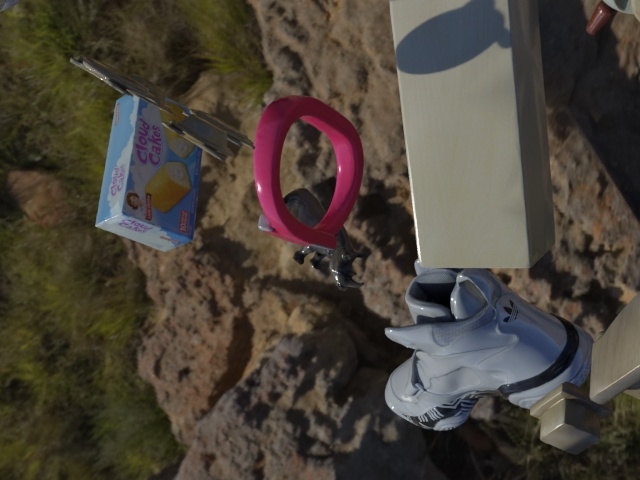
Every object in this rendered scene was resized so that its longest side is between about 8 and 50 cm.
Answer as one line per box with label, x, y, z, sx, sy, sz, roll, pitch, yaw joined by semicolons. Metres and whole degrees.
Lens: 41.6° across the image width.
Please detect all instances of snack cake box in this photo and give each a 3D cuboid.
snack cake box;-0.305;-0.130;1.535;0.089;0.264;0.152;-20;148;40

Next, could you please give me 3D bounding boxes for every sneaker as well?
sneaker;0.158;0.133;1.102;0.210;0.137;0.366;38;148;-16

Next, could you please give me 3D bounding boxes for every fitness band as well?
fitness band;-0.016;-0.098;1.254;0.054;0.291;0.209;7;83;28

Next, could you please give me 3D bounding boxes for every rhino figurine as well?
rhino figurine;0.000;0.000;1.517;0.243;0.073;0.106;47;114;30

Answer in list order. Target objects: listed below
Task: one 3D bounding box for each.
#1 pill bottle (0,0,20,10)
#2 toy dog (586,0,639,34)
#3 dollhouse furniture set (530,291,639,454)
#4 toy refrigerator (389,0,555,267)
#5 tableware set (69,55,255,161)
pill bottle;-0.310;-0.290;0.784;0.121;0.221;0.121;5;137;5
toy dog;0.314;-0.372;1.020;0.334;0.220;0.161;50;132;0
dollhouse furniture set;0.382;0.059;0.605;0.303;0.174;0.355;25;139;-9
toy refrigerator;0.133;-0.118;0.721;0.102;0.094;0.269;-1;104;30
tableware set;-0.126;-0.109;0.706;0.141;0.169;0.020;29;97;1
